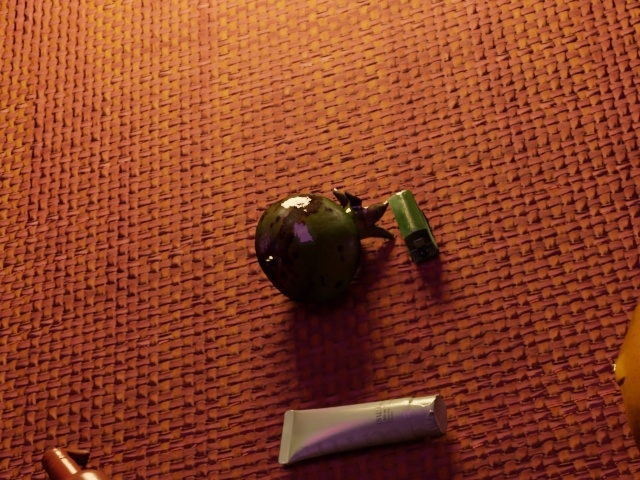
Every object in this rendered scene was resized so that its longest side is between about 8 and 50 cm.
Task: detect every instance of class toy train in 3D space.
[{"bbox_3d":[0.118,-0.019,2.209,0.038,0.056,0.093,-23,46,5],"label":"toy train"}]

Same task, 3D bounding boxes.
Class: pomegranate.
[{"bbox_3d":[-0.004,-0.005,2.198,0.148,0.148,0.169,18,54,33],"label":"pomegranate"}]

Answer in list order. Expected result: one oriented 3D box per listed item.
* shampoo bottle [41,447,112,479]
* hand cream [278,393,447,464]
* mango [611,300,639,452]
[{"bbox_3d":[-0.262,0.328,2.064,0.085,0.085,0.244,-37,46,-10],"label":"shampoo bottle"},{"bbox_3d":[0.048,0.219,2.048,0.205,0.050,0.078,-11,48,20],"label":"hand cream"},{"bbox_3d":[0.425,0.141,1.891,0.191,0.160,0.290,-21,37,14],"label":"mango"}]
